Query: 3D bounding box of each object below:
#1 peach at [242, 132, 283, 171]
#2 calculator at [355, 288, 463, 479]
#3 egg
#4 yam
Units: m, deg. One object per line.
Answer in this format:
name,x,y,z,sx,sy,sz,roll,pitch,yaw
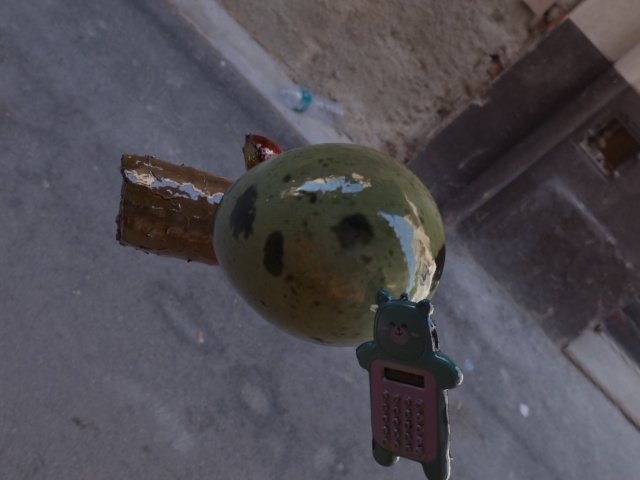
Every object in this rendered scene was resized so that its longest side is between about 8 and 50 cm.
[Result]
peach,-0.084,-0.122,1.152,0.061,0.098,0.098,-7,55,-21
calculator,0.064,0.107,0.556,0.019,0.094,0.141,-11,102,-46
egg,0.000,0.000,0.666,0.228,0.177,0.177,14,13,33
yam,-0.155,-0.030,0.992,0.238,0.129,0.128,14,67,-15
